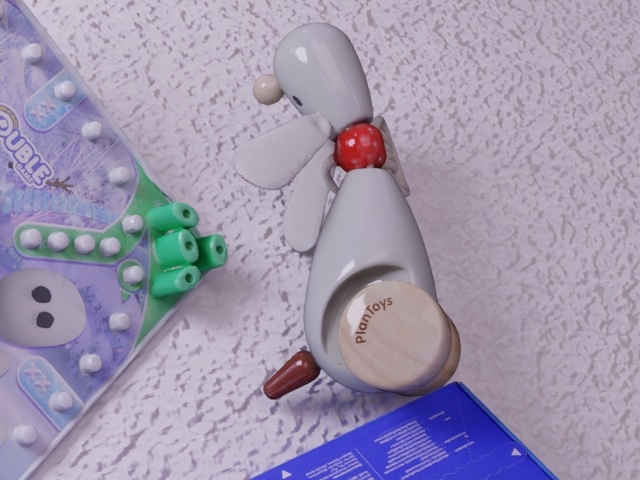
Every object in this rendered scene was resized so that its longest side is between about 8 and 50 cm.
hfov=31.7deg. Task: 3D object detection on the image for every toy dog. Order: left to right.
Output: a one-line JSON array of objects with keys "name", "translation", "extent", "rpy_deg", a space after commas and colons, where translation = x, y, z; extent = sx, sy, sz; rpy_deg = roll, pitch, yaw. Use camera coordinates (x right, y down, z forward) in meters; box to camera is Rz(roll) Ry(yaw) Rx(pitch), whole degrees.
[{"name": "toy dog", "translation": [0.000, 0.000, 0.930], "extent": [0.161, 0.220, 0.333], "rpy_deg": [-20, 53, 6]}]

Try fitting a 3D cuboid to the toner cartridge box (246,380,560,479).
[{"name": "toner cartridge box", "translation": [0.011, 0.236, 0.796], "extent": [0.348, 0.075, 0.165], "rpy_deg": [-20, 47, -28]}]

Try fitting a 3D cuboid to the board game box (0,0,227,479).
[{"name": "board game box", "translation": [-0.282, -0.013, 0.784], "extent": [0.390, 0.050, 0.390], "rpy_deg": [54, 51, -19]}]
